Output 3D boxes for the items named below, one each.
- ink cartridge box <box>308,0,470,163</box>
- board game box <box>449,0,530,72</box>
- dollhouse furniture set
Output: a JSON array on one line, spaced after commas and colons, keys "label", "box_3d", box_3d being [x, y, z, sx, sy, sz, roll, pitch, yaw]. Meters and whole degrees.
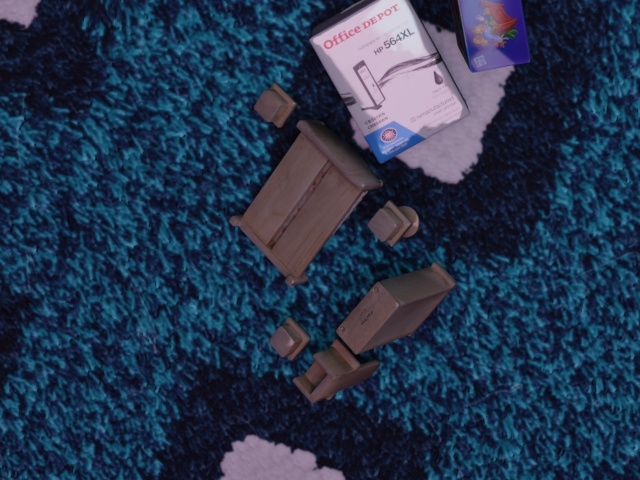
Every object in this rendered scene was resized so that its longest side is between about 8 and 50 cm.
[{"label": "ink cartridge box", "box_3d": [0.094, -0.233, 1.889, 0.148, 0.086, 0.203, -29, 104, 10]}, {"label": "board game box", "box_3d": [0.192, -0.409, 1.760, 0.078, 0.233, 0.347, -11, 105, 4]}, {"label": "dollhouse furniture set", "box_3d": [0.000, 0.000, 1.986, 0.355, 0.174, 0.303, 47, 118, 18]}]
